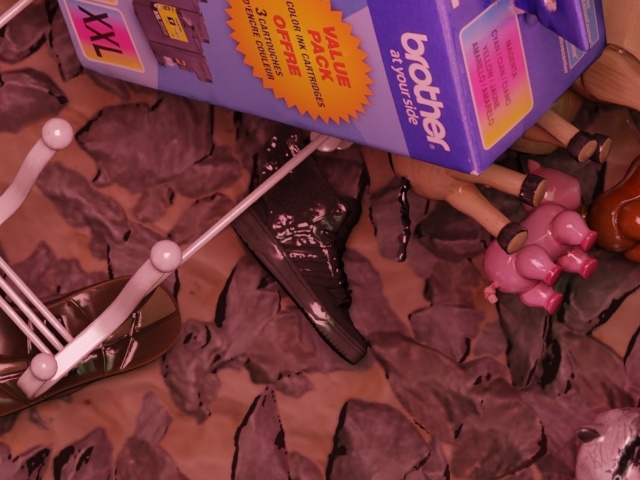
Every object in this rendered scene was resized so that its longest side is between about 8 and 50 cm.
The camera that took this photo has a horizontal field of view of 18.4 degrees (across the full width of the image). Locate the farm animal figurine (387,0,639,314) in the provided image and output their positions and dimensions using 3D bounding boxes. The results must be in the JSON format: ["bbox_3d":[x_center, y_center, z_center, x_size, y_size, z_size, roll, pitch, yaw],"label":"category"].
[{"bbox_3d":[0.179,-0.120,1.353,0.172,0.330,0.327,34,99,28],"label":"farm animal figurine"}]

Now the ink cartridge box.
[{"bbox_3d":[0.004,-0.206,1.154,0.151,0.395,0.270,-45,134,-34],"label":"ink cartridge box"}]

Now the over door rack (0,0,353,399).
[{"bbox_3d":[-0.150,-0.084,1.352,0.324,0.108,0.239,-40,84,-20],"label":"over door rack"}]

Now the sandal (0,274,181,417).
[{"bbox_3d":[-0.210,0.073,1.418,0.219,0.060,0.090,-16,92,-20],"label":"sandal"}]

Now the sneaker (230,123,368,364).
[{"bbox_3d":[0.000,0.001,1.437,0.089,0.051,0.170,-40,79,-5],"label":"sneaker"}]

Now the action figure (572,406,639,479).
[{"bbox_3d":[0.332,0.204,1.390,0.330,0.178,0.341,14,59,2],"label":"action figure"}]
